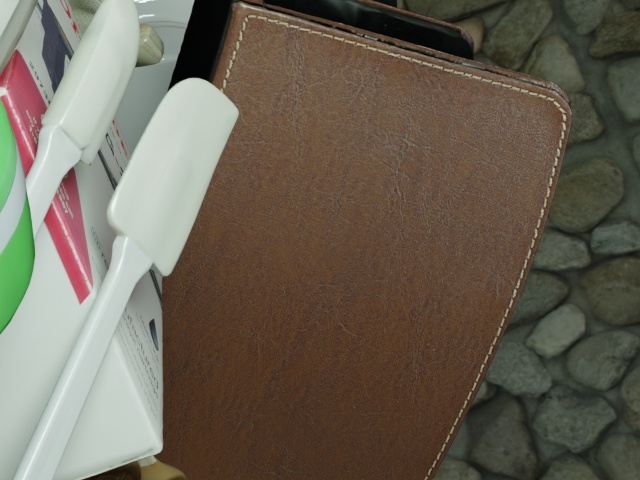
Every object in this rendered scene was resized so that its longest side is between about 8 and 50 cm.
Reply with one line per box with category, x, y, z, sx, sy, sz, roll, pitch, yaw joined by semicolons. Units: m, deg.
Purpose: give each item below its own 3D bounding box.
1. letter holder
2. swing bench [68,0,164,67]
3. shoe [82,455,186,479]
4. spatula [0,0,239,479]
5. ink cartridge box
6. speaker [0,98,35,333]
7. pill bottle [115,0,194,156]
letter holder;0.000;0.000;0.975;0.152;0.214;0.302;-106;-147;-64
swing bench;-0.157;-0.269;0.871;0.255;0.165;0.253;-63;143;-21
shoe;-0.121;0.128;0.792;0.058;0.076;0.219;27;-6;12
spatula;-0.116;0.000;0.582;0.168;0.019;0.242;52;52;-46
ink cartridge box;-0.145;-0.016;0.737;0.237;0.100;0.172;-104;175;-66
speaker;-0.172;-0.090;0.374;0.131;0.131;0.296;-106;177;-55
pill bottle;-0.149;-0.182;1.306;0.161;0.161;0.283;69;3;-47
